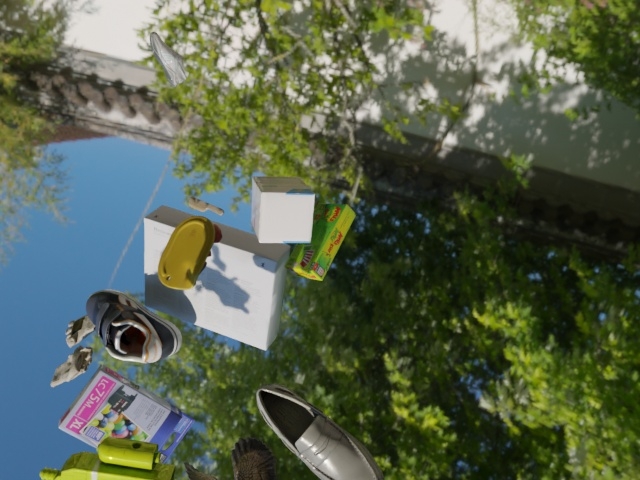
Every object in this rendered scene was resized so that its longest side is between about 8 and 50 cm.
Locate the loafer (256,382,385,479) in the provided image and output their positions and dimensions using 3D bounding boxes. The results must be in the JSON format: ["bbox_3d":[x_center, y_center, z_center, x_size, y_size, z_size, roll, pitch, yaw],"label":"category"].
[{"bbox_3d":[-0.011,0.406,1.276,0.319,0.112,0.111,32,170,26],"label":"loafer"}]

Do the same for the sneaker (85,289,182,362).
[{"bbox_3d":[-0.522,0.221,1.647,0.321,0.126,0.127,18,-161,26],"label":"sneaker"}]

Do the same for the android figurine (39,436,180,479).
[{"bbox_3d":[-0.339,0.440,1.061,0.273,0.248,0.056,9,-158,0],"label":"android figurine"}]

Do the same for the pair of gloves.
[{"bbox_3d":[-0.766,0.334,1.983,0.042,0.204,0.240,37,-134,-35],"label":"pair of gloves"}]

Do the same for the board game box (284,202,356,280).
[{"bbox_3d":[0.000,0.000,1.437,0.092,0.181,0.043,6,150,44],"label":"board game box"}]

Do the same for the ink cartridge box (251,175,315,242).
[{"bbox_3d":[-0.071,-0.059,1.116,0.092,0.090,0.143,0,-162,-13],"label":"ink cartridge box"}]

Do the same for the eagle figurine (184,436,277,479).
[{"bbox_3d":[-0.217,0.695,1.678,0.225,0.298,0.226,-18,169,4],"label":"eagle figurine"}]

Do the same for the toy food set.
[{"bbox_3d":[-0.282,0.019,1.446,0.128,0.218,0.071,13,162,32],"label":"toy food set"}]

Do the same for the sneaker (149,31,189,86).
[{"bbox_3d":[-0.415,-0.501,1.723,0.061,0.152,0.054,-35,-155,-18],"label":"sneaker"}]

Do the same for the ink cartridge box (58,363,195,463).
[{"bbox_3d":[-0.511,0.491,1.693,0.311,0.185,0.065,37,175,-21],"label":"ink cartridge box"}]

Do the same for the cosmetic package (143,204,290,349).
[{"bbox_3d":[-0.280,0.096,1.656,0.377,0.284,0.097,18,-146,14],"label":"cosmetic package"}]
